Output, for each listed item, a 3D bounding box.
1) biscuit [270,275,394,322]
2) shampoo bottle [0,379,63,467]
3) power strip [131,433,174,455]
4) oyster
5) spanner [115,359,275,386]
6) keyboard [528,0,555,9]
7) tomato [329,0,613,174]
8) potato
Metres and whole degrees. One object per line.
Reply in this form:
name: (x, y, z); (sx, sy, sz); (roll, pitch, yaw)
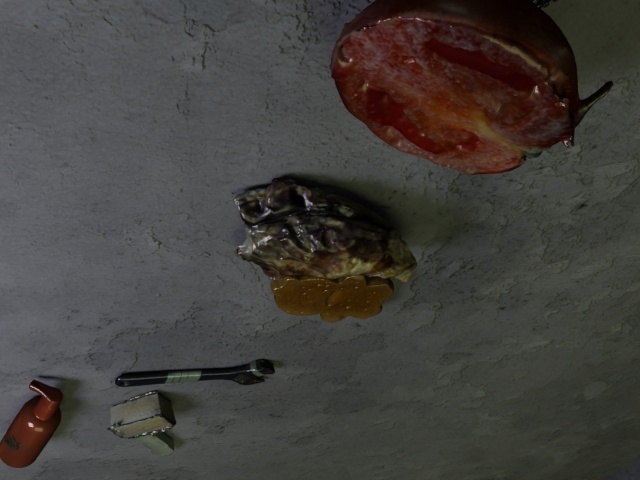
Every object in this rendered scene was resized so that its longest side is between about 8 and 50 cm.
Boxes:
biscuit: (0.016, 0.094, 1.311); (0.226, 0.036, 0.166); (3, 144, -17)
shampoo bottle: (-0.561, 0.359, 1.434); (0.086, 0.085, 0.244); (13, 133, -30)
power strip: (-0.380, 0.439, 1.630); (0.048, 0.030, 0.191); (-18, 142, 8)
oyster: (-0.001, 0.009, 1.149); (0.271, 0.100, 0.275); (-7, 149, 17)
spanner: (-0.250, 0.277, 1.473); (0.316, 0.024, 0.087); (-1, 146, -16)
keyboard: (0.300, -0.330, 0.871); (0.231, 0.023, 0.072); (-27, 138, 16)
tomato: (0.164, -0.213, 0.849); (0.309, 0.170, 0.309); (17, 159, 7)
potato: (-0.371, 0.364, 1.514); (0.122, 0.061, 0.086); (-17, 143, 7)
